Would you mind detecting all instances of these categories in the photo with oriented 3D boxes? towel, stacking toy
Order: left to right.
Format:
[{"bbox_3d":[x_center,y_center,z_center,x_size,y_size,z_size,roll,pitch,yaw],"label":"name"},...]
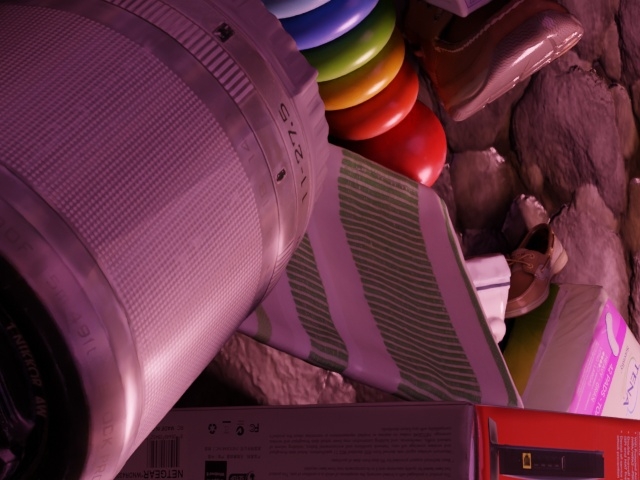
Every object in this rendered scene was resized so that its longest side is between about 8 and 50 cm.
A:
[{"bbox_3d":[0.000,0.000,1.276,0.325,0.038,0.248,25,33,-37],"label":"towel"},{"bbox_3d":[0.011,-0.162,1.386,0.330,0.141,0.141,60,43,-40],"label":"stacking toy"}]

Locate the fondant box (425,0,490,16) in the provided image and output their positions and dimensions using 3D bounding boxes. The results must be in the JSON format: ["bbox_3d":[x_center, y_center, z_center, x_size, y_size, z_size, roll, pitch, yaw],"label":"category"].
[{"bbox_3d":[0.033,-0.347,1.329,0.096,0.238,0.330,-32,117,-10],"label":"fondant box"}]

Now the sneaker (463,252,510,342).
[{"bbox_3d":[0.091,0.066,1.483,0.258,0.094,0.091,-9,89,-54],"label":"sneaker"}]

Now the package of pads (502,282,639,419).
[{"bbox_3d":[0.234,0.219,1.655,0.229,0.101,0.296,53,47,-35],"label":"package of pads"}]

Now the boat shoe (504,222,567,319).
[{"bbox_3d":[0.189,0.028,1.665,0.045,0.050,0.135,67,30,-18],"label":"boat shoe"}]

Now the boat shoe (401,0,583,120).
[{"bbox_3d":[0.120,-0.173,1.447,0.123,0.324,0.116,-34,95,-4],"label":"boat shoe"}]

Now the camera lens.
[{"bbox_3d":[-0.141,-0.006,0.911,0.274,0.219,0.219,-50,125,-49],"label":"camera lens"}]

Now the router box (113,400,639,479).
[{"bbox_3d":[0.039,0.159,1.199,0.301,0.335,0.082,12,76,-52],"label":"router box"}]
